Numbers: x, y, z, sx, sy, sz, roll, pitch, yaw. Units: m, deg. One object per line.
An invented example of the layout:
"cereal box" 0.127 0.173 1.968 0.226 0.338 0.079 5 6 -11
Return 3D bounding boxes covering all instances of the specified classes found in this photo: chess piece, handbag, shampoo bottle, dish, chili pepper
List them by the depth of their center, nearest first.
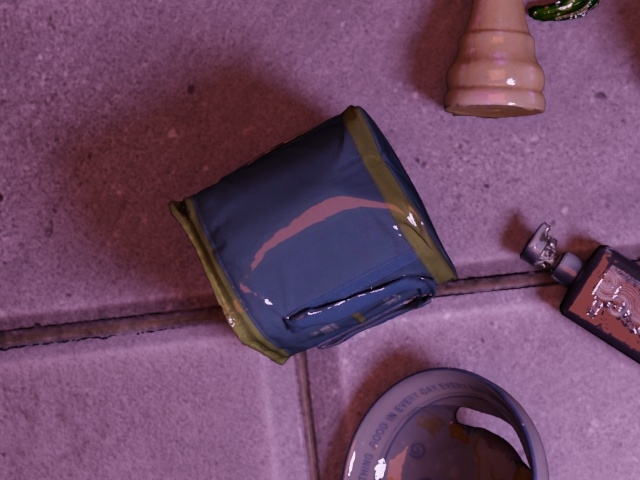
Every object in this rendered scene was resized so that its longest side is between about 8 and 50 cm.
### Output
"handbag" 0.000 0.000 1.503 0.241 0.263 0.222 -30 73 8
"dish" 0.166 0.289 1.549 0.273 0.134 0.273 -14 68 39
"shampoo bottle" 0.370 0.086 1.558 0.309 0.071 0.098 33 96 7
"chess piece" 0.206 -0.344 1.559 0.117 0.117 0.397 1 88 6
"chili pepper" 0.303 -0.291 1.584 0.118 0.035 0.055 -45 73 14
